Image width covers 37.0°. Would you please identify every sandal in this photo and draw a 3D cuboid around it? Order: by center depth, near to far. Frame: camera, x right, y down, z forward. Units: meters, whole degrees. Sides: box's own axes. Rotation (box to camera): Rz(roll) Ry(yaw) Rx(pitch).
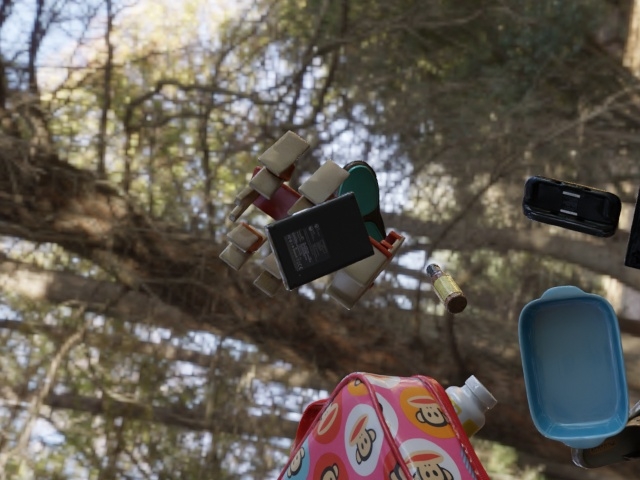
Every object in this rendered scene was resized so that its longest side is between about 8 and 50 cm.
[{"bbox_3d":[0.499,0.302,1.498,0.060,0.219,0.090,-156,52,-73],"label":"sandal"}]

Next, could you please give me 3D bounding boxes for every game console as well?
[{"bbox_3d":[0.583,-0.062,1.918,0.044,0.361,0.213,-40,-40,-53],"label":"game console"}]

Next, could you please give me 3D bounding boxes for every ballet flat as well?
[{"bbox_3d":[0.071,-0.059,1.878,0.096,0.095,0.281,-119,11,-49],"label":"ballet flat"}]

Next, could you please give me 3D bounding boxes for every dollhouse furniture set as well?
[{"bbox_3d":[-0.011,-0.021,1.527,0.135,0.259,0.262,-48,-9,-39],"label":"dollhouse furniture set"}]

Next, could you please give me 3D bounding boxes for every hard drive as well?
[{"bbox_3d":[0.000,0.000,1.308,0.022,0.135,0.094,5,115,70],"label":"hard drive"}]

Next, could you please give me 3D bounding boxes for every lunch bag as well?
[{"bbox_3d":[0.037,0.273,0.930,0.293,0.120,0.258,-60,39,33],"label":"lunch bag"}]

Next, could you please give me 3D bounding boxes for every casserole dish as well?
[{"bbox_3d":[0.295,0.145,1.114,0.037,0.114,0.189,-11,-87,-72],"label":"casserole dish"}]

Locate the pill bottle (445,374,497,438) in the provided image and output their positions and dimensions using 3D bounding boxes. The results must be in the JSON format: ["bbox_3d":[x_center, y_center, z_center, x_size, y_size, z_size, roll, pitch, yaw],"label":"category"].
[{"bbox_3d":[0.266,0.362,1.936,0.184,0.103,0.103,-43,-20,3],"label":"pill bottle"}]

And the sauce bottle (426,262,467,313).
[{"bbox_3d":[0.220,0.081,1.689,0.128,0.042,0.042,-115,15,-57],"label":"sauce bottle"}]
